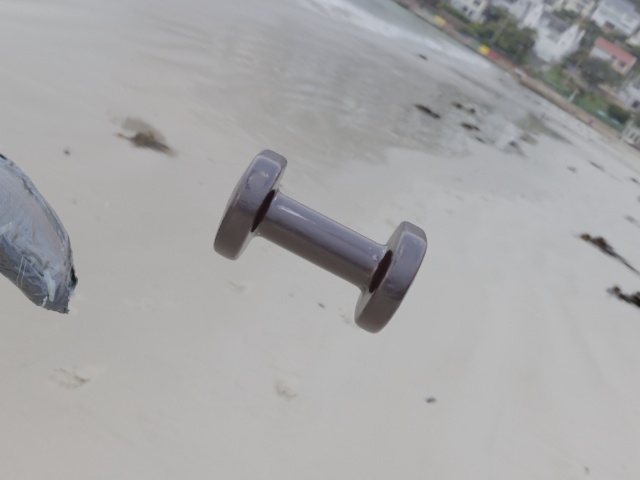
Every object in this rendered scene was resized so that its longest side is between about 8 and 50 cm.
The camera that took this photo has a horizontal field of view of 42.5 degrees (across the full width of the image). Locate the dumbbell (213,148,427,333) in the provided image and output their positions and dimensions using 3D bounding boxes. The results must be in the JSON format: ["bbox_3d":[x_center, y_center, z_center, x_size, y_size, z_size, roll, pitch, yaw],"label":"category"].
[{"bbox_3d":[0.000,0.000,0.930,0.225,0.124,0.140,27,15,-3],"label":"dumbbell"}]

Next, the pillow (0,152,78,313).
[{"bbox_3d":[-0.470,-0.027,1.215,0.335,0.092,0.162,55,25,-35],"label":"pillow"}]
